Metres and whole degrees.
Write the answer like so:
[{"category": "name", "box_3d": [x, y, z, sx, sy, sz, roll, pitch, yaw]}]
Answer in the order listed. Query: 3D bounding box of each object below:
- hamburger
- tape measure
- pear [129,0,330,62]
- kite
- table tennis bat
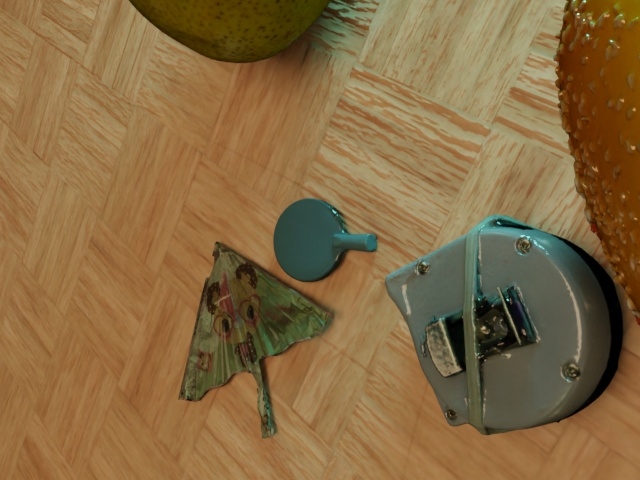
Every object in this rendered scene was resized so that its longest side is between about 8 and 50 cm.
[{"category": "hamburger", "box_3d": [0.249, -0.061, 0.445, 0.151, 0.227, 0.296, -10, 76, 17]}, {"category": "tape measure", "box_3d": [0.162, 0.073, 0.585, 0.181, 0.107, 0.182, -42, 59, 38]}, {"category": "pear", "box_3d": [-0.104, -0.347, 0.739, 0.294, 0.294, 0.295, -4, 85, 41]}, {"category": "kite", "box_3d": [-0.102, 0.122, 0.870, 0.323, 0.013, 0.268, -35, 64, 36]}, {"category": "table tennis bat", "box_3d": [0.000, 0.000, 0.787, 0.155, 0.019, 0.100, 1, 87, 43]}]
